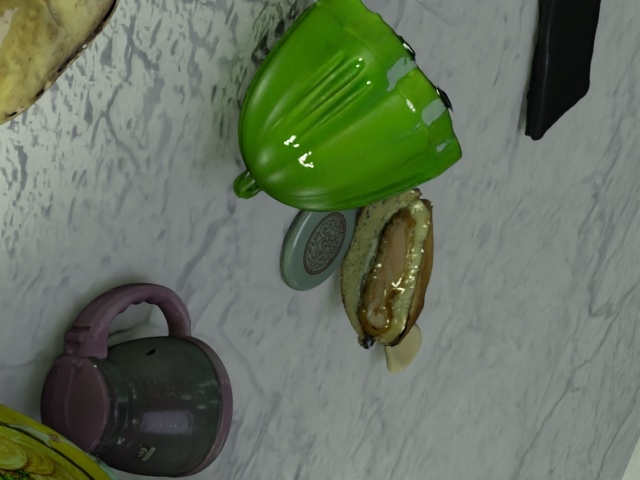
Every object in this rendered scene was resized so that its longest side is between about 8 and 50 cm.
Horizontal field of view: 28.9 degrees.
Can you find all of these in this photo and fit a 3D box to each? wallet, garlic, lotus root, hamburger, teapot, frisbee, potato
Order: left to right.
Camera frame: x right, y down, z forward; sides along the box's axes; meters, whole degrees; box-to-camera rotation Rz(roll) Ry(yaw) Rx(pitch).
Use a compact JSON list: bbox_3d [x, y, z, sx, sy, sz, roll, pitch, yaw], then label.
[{"bbox_3d":[-0.183,-0.137,0.729,0.170,0.080,0.107,-56,144,-18],"label":"potato"},{"bbox_3d":[-0.144,0.117,0.980,0.146,0.116,0.148,8,111,-50],"label":"teapot"},{"bbox_3d":[-0.002,-0.088,1.012,0.186,0.186,0.186,-40,144,-37],"label":"lotus root"},{"bbox_3d":[0.000,0.000,1.220,0.110,0.014,0.110,-39,144,-37],"label":"frisbee"},{"bbox_3d":[0.074,0.020,1.301,0.102,0.087,0.176,-30,129,-71],"label":"hamburger"},{"bbox_3d":[0.091,0.113,1.445,0.053,0.041,0.083,-38,137,-17],"label":"garlic"},{"bbox_3d":[0.302,-0.269,1.487,0.146,0.030,0.285,-35,140,-37],"label":"wallet"}]

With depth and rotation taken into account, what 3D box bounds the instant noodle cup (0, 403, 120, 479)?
[{"bbox_3d":[-0.258,0.241,0.817,0.236,0.215,0.215,-58,153,7],"label":"instant noodle cup"}]
